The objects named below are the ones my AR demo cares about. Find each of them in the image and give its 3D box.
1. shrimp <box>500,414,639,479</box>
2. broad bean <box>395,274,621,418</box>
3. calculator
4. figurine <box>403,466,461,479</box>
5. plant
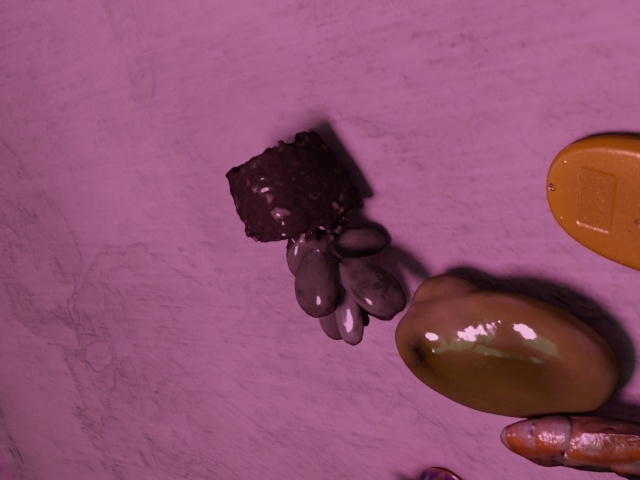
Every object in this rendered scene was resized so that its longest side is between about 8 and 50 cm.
[{"bbox_3d":[0.332,0.245,1.086,0.254,0.059,0.145,-2,151,25],"label":"shrimp"},{"bbox_3d":[0.214,0.136,1.110,0.263,0.121,0.189,16,136,35],"label":"broad bean"},{"bbox_3d":[0.333,-0.030,0.951,0.235,0.032,0.146,20,128,37],"label":"calculator"},{"bbox_3d":[0.101,0.426,1.298,0.189,0.263,0.142,22,130,35],"label":"figurine"},{"bbox_3d":[-0.001,-0.001,1.212,0.274,0.149,0.146,59,155,1],"label":"plant"}]
